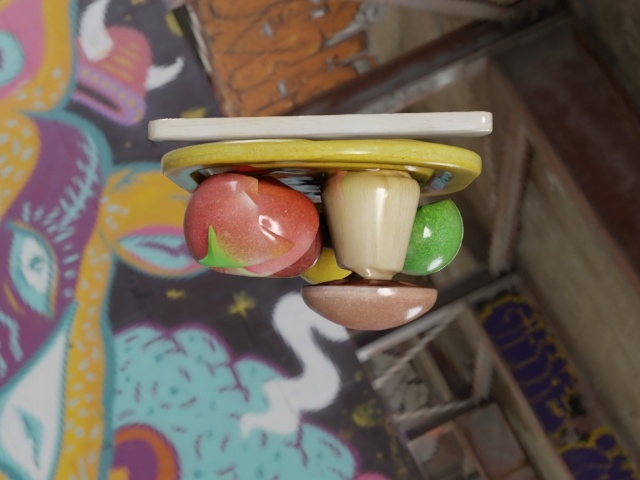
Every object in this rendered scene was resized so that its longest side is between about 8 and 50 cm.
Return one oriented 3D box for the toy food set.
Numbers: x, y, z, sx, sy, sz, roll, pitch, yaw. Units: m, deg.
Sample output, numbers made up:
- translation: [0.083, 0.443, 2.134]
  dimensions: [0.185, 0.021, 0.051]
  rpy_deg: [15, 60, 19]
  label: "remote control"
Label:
- translation: [0.000, 0.000, 0.505]
  dimensions: [0.218, 0.128, 0.071]
  rpy_deg: [59, 31, -86]
  label: "toy food set"
